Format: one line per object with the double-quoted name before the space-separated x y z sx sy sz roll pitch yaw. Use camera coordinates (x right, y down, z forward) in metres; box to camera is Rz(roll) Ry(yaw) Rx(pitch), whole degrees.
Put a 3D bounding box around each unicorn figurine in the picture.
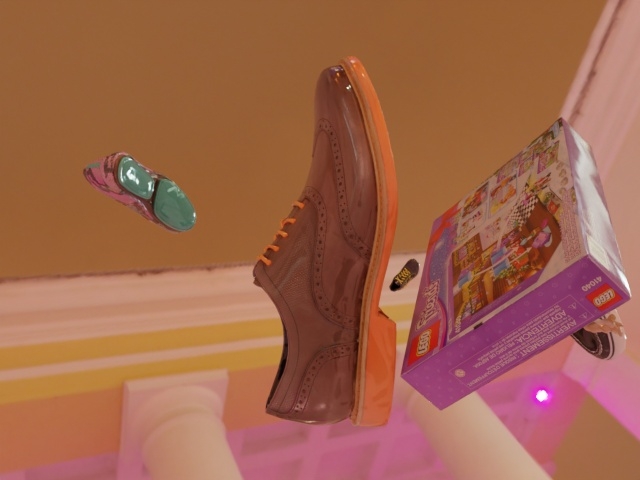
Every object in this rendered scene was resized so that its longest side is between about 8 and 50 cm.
"unicorn figurine" 0.384 0.069 0.966 0.060 0.111 0.161 -15 -89 -20

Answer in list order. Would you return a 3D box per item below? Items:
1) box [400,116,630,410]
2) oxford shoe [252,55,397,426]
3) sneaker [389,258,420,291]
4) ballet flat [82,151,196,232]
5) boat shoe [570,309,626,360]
"box" 0.187 0.010 0.650 0.057 0.293 0.201 41 -57 -10
"oxford shoe" 0.000 0.000 0.628 0.133 0.130 0.363 0 -94 -5
"sneaker" 0.155 0.068 1.193 0.035 0.031 0.083 -29 -26 -45
"ballet flat" -0.272 -0.071 0.975 0.221 0.079 0.076 42 -125 -63
"boat shoe" 0.391 0.087 1.091 0.102 0.108 0.301 -33 -91 -25
